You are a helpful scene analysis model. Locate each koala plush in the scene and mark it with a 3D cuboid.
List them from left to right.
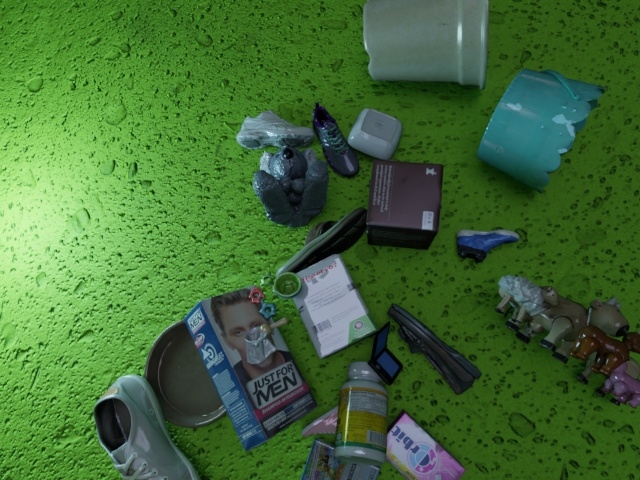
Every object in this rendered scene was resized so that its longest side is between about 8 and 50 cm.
[{"bbox_3d":[-0.085,-0.171,1.149,0.196,0.203,0.221,-11,54,-5],"label":"koala plush"}]

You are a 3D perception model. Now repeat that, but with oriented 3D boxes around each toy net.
[{"bbox_3d":[-0.133,0.174,0.992,0.122,0.045,0.232,17,59,12],"label":"toy net"}]

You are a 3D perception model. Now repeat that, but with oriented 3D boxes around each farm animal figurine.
[{"bbox_3d":[0.584,0.200,0.934,0.326,0.330,0.172,33,84,42],"label":"farm animal figurine"}]

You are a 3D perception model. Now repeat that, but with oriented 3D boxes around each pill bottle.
[{"bbox_3d":[0.098,0.398,0.972,0.117,0.118,0.208,3,54,8],"label":"pill bottle"}]

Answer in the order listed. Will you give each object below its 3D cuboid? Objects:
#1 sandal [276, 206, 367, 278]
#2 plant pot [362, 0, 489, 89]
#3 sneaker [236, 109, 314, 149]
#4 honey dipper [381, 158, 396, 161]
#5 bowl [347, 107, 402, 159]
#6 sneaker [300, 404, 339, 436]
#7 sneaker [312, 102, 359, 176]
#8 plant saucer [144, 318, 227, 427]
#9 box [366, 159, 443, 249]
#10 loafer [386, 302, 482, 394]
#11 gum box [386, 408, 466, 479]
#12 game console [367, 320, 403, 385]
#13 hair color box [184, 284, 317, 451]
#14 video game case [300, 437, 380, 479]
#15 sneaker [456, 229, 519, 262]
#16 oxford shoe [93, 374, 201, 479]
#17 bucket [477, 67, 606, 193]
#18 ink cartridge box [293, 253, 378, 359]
[{"bbox_3d":[-0.001,0.000,1.111,0.302,0.120,0.086,-34,61,-2],"label":"sandal"},{"bbox_3d":[0.284,-0.568,1.127,0.305,0.334,0.334,0,76,18],"label":"plant pot"},{"bbox_3d":[-0.129,-0.333,1.221,0.232,0.090,0.115,4,73,7],"label":"sneaker"},{"bbox_3d":[0.242,-0.187,1.166,0.160,0.030,0.030,34,83,12],"label":"honey dipper"},{"bbox_3d":[0.159,-0.307,1.168,0.142,0.053,0.142,23,64,1],"label":"bowl"},{"bbox_3d":[0.022,0.462,1.022,0.134,0.051,0.070,-30,69,-5],"label":"sneaker"},{"bbox_3d":[0.034,-0.282,1.180,0.083,0.098,0.224,-31,74,-1],"label":"sneaker"},{"bbox_3d":[-0.327,0.344,1.103,0.277,0.041,0.278,-2,77,7],"label":"plant saucer"},{"bbox_3d":[0.208,-0.083,1.055,0.167,0.203,0.169,6,76,9],"label":"box"},{"bbox_3d":[0.262,0.265,1.021,0.267,0.096,0.084,39,90,12],"label":"loafer"},{"bbox_3d":[0.235,0.508,0.977,0.188,0.062,0.107,41,84,15],"label":"gum box"},{"bbox_3d":[0.166,0.269,1.006,0.107,0.122,0.071,46,112,15],"label":"game console"},{"bbox_3d":[-0.171,0.295,1.016,0.105,0.174,0.347,-44,70,37],"label":"hair color box"},{"bbox_3d":[0.046,0.560,0.997,0.166,0.015,0.119,19,97,11],"label":"video game case"},{"bbox_3d":[0.430,0.019,1.074,0.152,0.058,0.085,3,71,12],"label":"sneaker"},{"bbox_3d":[-0.415,0.542,1.000,0.169,0.130,0.449,-34,79,14],"label":"oxford shoe"},{"bbox_3d":[0.533,-0.276,1.030,0.183,0.281,0.281,32,82,22],"label":"bucket"},{"bbox_3d":[0.029,0.169,1.071,0.160,0.092,0.219,-26,73,1],"label":"ink cartridge box"}]
